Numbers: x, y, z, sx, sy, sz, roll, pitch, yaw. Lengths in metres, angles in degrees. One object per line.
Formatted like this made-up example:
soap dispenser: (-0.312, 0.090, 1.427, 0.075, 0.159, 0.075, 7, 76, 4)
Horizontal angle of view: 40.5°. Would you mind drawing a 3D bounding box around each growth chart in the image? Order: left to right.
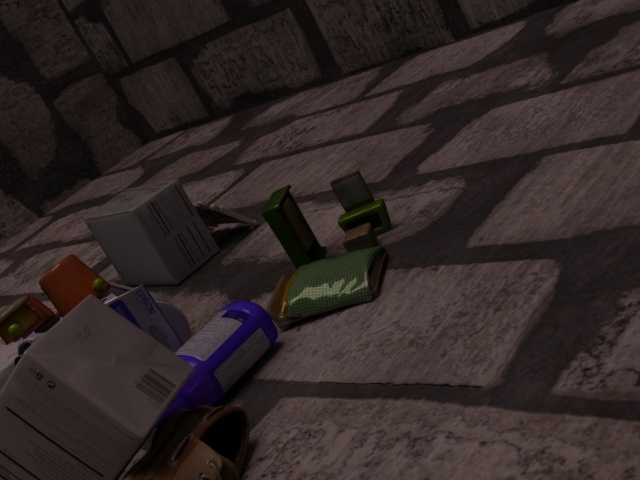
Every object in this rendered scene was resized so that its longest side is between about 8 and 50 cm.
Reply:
growth chart: (-0.268, -0.058, 2.095, 0.237, 0.172, 0.021, -2, 73, 50)

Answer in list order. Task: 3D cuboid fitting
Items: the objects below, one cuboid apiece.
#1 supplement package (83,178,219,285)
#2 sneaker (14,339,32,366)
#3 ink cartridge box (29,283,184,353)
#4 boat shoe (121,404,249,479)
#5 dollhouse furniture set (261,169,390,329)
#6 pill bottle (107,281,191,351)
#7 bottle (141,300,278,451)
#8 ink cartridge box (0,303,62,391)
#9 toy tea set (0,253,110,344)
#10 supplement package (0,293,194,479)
supplement package: (-0.405, -0.013, 2.064, 0.145, 0.204, 0.262, -41, 22, -32)
sneaker: (-0.561, 0.289, 1.592, 0.282, 0.153, 0.099, -33, 19, -9)
ink cartridge box: (-0.328, 0.195, 1.422, 0.208, 0.206, 0.045, -30, 23, -3)
boat shoe: (-0.158, 0.298, 1.052, 0.117, 0.123, 0.324, -22, 22, 14)
dollhouse furniture set: (0.000, 0.000, 1.529, 0.198, 0.151, 0.301, -22, 20, 21)
pill bottle: (-0.357, 0.166, 1.603, 0.161, 0.161, 0.283, -38, 21, -24)
bottle: (-0.190, 0.209, 1.359, 0.118, 0.092, 0.283, -9, 28, 47)
ink cartridge box: (-0.585, 0.236, 1.816, 0.207, 0.119, 0.353, -10, 27, 45)
toy tea set: (-0.466, 0.130, 1.537, 0.200, 0.124, 0.336, -43, 8, -13)
supplement package: (-0.330, 0.253, 1.123, 0.293, 0.175, 0.177, -53, 2, 24)
